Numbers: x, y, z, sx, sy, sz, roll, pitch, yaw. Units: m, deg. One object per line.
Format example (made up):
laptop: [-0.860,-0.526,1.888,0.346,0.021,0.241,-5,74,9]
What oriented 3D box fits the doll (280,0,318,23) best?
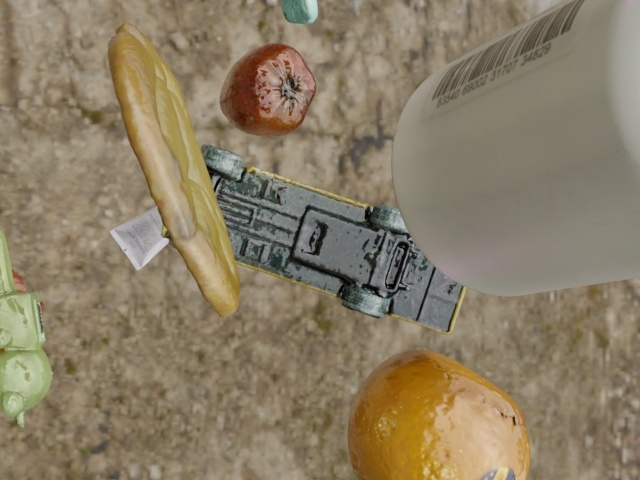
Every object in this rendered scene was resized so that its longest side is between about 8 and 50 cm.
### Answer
doll: [-0.023,-0.411,1.453,0.159,0.059,0.158,-61,145,-21]

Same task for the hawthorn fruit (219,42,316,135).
hawthorn fruit: [-0.107,-0.249,1.728,0.162,0.203,0.163,1,89,-34]

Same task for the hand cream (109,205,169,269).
hand cream: [-0.280,-0.023,1.747,0.084,0.142,0.053,54,-1,6]

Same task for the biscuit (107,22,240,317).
biscuit: [-0.119,-0.060,0.857,0.203,0.041,0.260,77,-8,-84]

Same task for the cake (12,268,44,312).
cake: [-0.649,0.124,1.651,0.270,0.319,0.269,28,97,-42]

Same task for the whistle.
whistle: [-0.451,0.125,1.458,0.131,0.106,0.289,162,-83,-84]

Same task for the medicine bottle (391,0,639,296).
medicine bottle: [0.110,-0.039,0.349,0.102,0.186,0.103,5,79,-25]

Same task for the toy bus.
toy bus: [0.000,0.000,1.136,0.123,0.335,0.121,21,87,-86]

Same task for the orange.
orange: [0.133,0.229,1.164,0.193,0.219,0.219,-50,148,12]
